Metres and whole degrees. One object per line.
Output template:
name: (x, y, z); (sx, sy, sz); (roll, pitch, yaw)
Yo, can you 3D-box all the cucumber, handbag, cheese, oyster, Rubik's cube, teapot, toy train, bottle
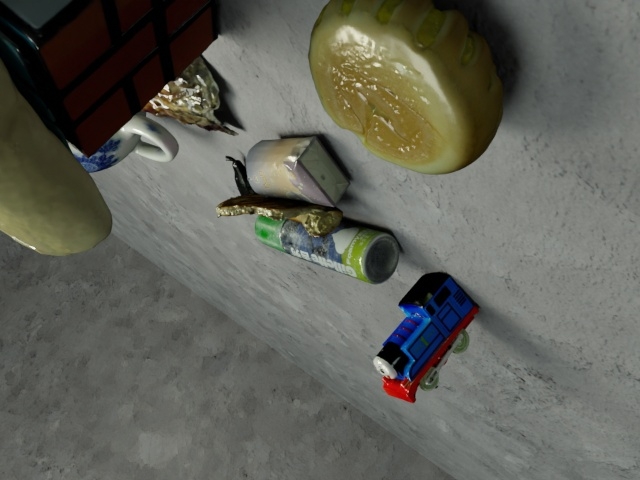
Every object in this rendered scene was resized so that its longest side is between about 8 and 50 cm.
cucumber: (-0.157, -0.125, 1.261); (0.163, 0.043, 0.039); (79, 180, -57)
handbag: (-0.048, -0.110, 1.000); (0.173, 0.095, 0.117); (11, 148, 49)
cheese: (-0.360, -0.112, 0.649); (0.328, 0.129, 0.351); (46, 162, -12)
oyster: (-0.282, -0.275, 1.064); (0.271, 0.100, 0.275); (3, 138, 36)
Rubik's cube: (-0.316, -0.320, 0.736); (0.288, 0.293, 0.283); (37, 159, 2)
teapot: (-0.470, -0.265, 1.185); (0.424, 0.252, 0.280); (27, 164, -2)
toy train: (0.172, 0.164, 1.039); (0.131, 0.204, 0.083); (50, 159, -15)
bottle: (0.000, 0.000, 1.158); (0.330, 0.093, 0.093); (17, 151, 48)

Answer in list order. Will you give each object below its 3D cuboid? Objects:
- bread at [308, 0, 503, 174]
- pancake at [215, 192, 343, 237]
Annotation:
bread: (0.085, -0.164, 0.609); (0.213, 0.105, 0.213); (37, 159, 17)
pancake: (-0.056, -0.048, 1.075); (0.212, 0.056, 0.257); (6, -168, 15)
